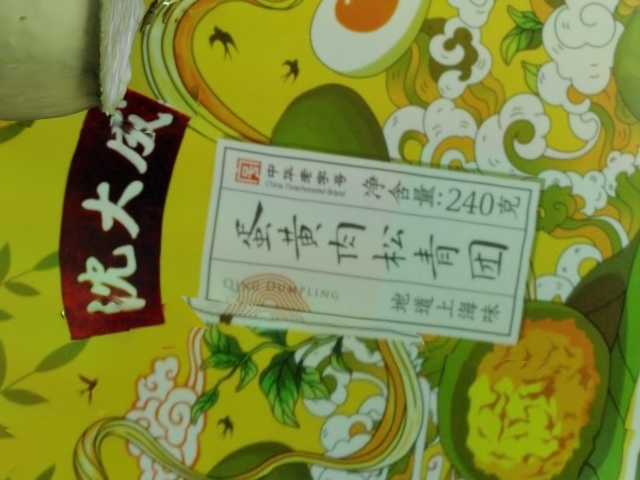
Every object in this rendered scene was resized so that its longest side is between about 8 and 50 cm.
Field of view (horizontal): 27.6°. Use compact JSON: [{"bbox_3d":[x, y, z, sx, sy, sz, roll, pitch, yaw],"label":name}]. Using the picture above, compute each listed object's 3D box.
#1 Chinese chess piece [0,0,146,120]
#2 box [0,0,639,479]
[{"bbox_3d":[-0.109,-0.180,0.491,0.270,0.112,0.270,-171,-90,-85],"label":"Chinese chess piece"},{"bbox_3d":[0.000,0.000,0.725,0.138,0.420,0.372,-153,-108,-83],"label":"box"}]
